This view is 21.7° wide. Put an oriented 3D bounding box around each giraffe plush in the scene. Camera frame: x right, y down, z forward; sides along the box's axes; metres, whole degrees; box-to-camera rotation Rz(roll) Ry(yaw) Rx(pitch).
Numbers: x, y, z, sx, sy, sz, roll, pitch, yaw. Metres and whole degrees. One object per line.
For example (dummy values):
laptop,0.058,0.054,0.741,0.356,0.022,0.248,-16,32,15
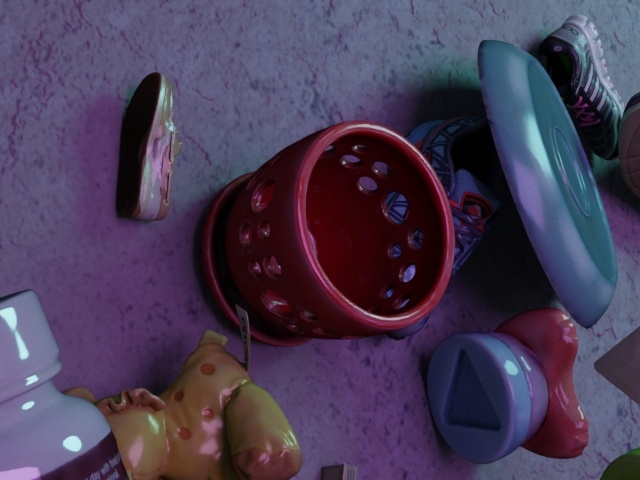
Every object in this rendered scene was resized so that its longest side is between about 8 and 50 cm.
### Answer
giraffe plush,-0.125,0.176,1.403,0.170,0.181,0.210,-17,102,-20

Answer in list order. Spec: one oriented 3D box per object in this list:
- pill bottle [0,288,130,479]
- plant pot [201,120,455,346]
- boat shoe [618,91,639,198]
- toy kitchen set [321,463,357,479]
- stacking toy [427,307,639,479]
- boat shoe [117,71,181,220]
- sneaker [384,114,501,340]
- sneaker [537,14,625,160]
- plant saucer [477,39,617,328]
pill bottle,-0.233,0.250,1.238,0.224,0.224,0.392,-23,95,-41
plant pot,0.000,0.000,1.524,0.191,0.174,0.191,10,74,-37
boat shoe,0.406,-0.093,1.916,0.285,0.102,0.092,45,32,-47
toy kitchen set,0.052,0.254,1.576,0.083,0.068,0.075,17,69,-36
stacking toy,0.217,0.220,1.592,0.130,0.279,0.309,-10,85,-35
boat shoe,-0.150,-0.083,1.505,0.045,0.050,0.135,16,79,-40
sneaker,0.115,-0.025,1.659,0.104,0.125,0.262,35,59,-27
sneaker,0.291,-0.165,1.884,0.074,0.063,0.170,-25,102,-28
plant saucer,0.243,-0.066,1.725,0.318,0.043,0.318,55,23,-37
